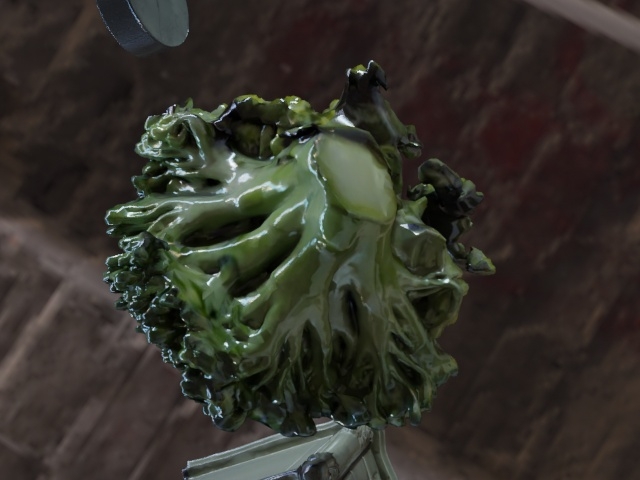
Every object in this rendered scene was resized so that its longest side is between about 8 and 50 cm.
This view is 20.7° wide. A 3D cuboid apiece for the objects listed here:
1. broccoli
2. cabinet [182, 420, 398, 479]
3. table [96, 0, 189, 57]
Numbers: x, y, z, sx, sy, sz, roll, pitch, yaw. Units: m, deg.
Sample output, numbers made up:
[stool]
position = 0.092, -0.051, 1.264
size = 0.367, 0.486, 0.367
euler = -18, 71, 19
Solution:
[broccoli]
position = -0.012, 0.009, 1.546
size = 0.272, 0.324, 0.334
euler = -20, 59, 37
[cabinet]
position = -0.025, 0.352, 1.756
size = 0.228, 0.289, 0.318
euler = -17, 0, 9
[table]
position = -0.205, -0.278, 2.008
size = 0.043, 0.133, 0.133
euler = -19, 11, 25
